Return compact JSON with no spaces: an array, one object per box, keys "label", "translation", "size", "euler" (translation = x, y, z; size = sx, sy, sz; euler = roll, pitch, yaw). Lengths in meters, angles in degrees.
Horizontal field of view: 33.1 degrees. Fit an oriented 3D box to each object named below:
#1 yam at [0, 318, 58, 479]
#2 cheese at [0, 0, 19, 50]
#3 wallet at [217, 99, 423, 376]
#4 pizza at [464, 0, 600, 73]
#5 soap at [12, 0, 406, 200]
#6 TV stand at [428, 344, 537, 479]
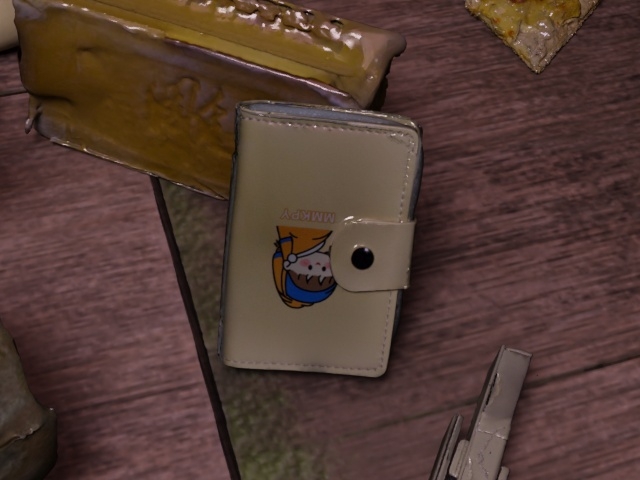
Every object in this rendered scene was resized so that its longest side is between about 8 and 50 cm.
[{"label":"yam","translation":[-0.267,0.121,0.493],"size":[0.268,0.161,0.161],"euler":[-37,66,-27]},{"label":"cheese","translation":[-0.186,-0.221,0.822],"size":[0.251,0.054,0.127],"euler":[-26,64,-24]},{"label":"wallet","translation":[0.000,0.000,0.625],"size":[0.110,0.155,0.039],"euler":[5,20,-3]},{"label":"pizza","translation":[0.173,-0.177,0.854],"size":[0.123,0.026,0.108],"euler":[3,56,-6]},{"label":"soap","translation":[-0.073,-0.095,0.691],"size":[0.233,0.135,0.076],"euler":[17,53,5]},{"label":"TV stand","translation":[0.069,0.161,0.582],"size":[0.042,0.036,0.249],"euler":[19,54,9]}]
